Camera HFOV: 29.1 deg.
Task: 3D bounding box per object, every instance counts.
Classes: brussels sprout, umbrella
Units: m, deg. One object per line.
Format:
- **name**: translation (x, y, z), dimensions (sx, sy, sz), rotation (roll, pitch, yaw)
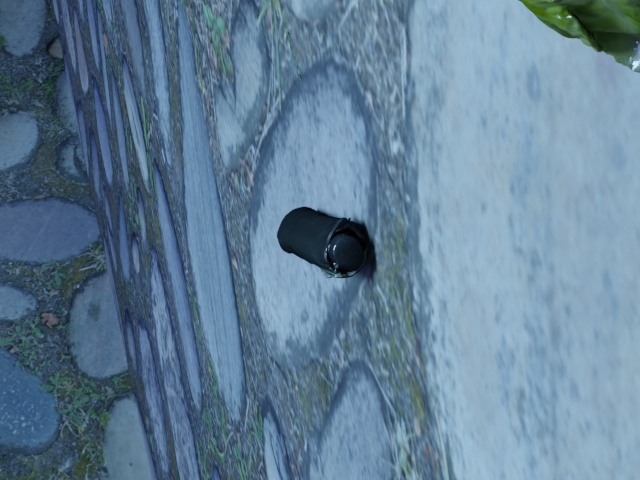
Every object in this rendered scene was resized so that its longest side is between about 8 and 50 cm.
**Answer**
- **brussels sprout**: translation (0.080, -0.100, 0.372), dimensions (0.085, 0.058, 0.085), rotation (-172, 90, -82)
- **umbrella**: translation (0.000, -0.002, 0.784), dimensions (0.133, 0.031, 0.036), rotation (-156, 57, -72)
